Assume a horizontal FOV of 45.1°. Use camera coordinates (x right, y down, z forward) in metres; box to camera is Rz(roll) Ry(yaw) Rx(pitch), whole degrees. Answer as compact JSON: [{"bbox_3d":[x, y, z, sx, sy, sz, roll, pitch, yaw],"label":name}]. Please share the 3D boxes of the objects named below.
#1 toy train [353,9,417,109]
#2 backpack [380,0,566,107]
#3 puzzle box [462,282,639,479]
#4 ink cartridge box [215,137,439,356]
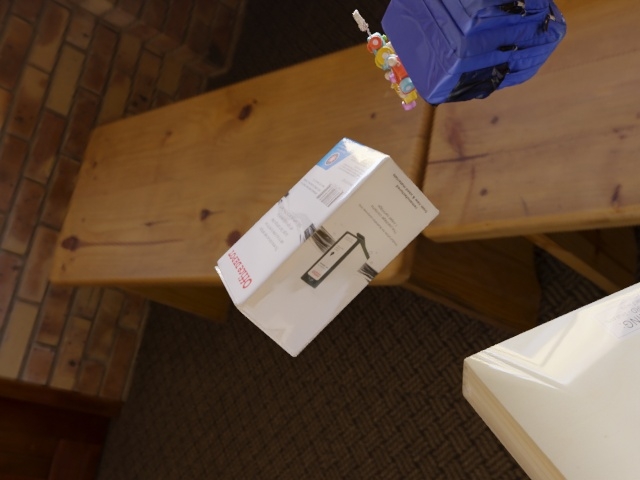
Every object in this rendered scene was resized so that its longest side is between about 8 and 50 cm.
[{"bbox_3d":[0.106,-0.254,1.070,0.046,0.125,0.166,-29,56,4],"label":"toy train"},{"bbox_3d":[0.128,-0.165,0.588,0.101,0.120,0.098,-48,59,57],"label":"backpack"},{"bbox_3d":[0.365,0.131,0.652,0.272,0.409,0.052,-128,25,-47],"label":"puzzle box"},{"bbox_3d":[0.000,0.000,0.794,0.203,0.086,0.148,-45,22,0],"label":"ink cartridge box"}]
